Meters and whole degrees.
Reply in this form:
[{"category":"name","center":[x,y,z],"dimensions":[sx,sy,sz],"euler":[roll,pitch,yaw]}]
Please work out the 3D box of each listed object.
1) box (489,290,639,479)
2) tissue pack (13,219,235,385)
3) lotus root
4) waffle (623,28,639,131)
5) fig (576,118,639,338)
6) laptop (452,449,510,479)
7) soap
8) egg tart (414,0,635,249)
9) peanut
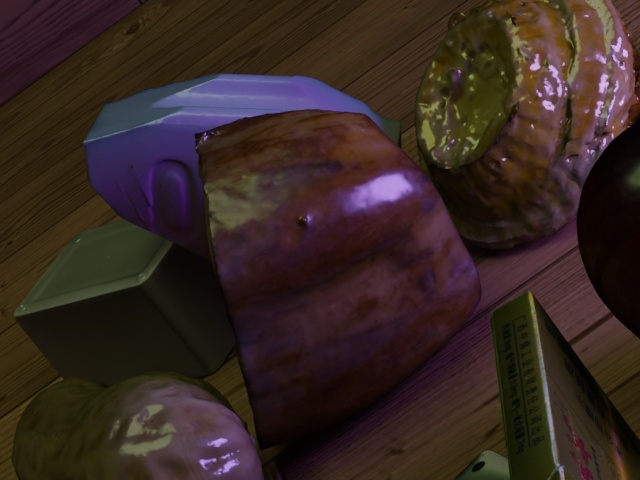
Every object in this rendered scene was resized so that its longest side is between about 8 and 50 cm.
[{"category":"box","center":[0.189,0.179,1.348],"dimensions":[0.043,0.173,0.311],"euler":[-31,23,16]},{"category":"tissue pack","center":[-0.202,0.066,2.176],"dimensions":[0.246,0.136,0.159],"euler":[-13,33,43]},{"category":"lotus root","center":[0.000,0.000,1.832],"dimensions":[0.250,0.316,0.316],"euler":[-21,23,-1]},{"category":"waffle","center":[0.302,-0.146,1.958],"dimensions":[0.228,0.051,0.231],"euler":[-35,23,3]},{"category":"fig","center":[0.308,0.001,1.471],"dimensions":[0.235,0.235,0.214],"euler":[-50,-11,-28]},{"category":"laptop","center":[0.084,0.278,1.514],"dimensions":[0.269,0.015,0.187],"euler":[-43,23,-12]},{"category":"soap","center":[-0.077,-0.072,2.010],"dimensions":[0.324,0.193,0.109],"euler":[4,33,9]},{"category":"egg tart","center":[0.178,-0.137,1.891],"dimensions":[0.290,0.115,0.290],"euler":[-24,59,47]},{"category":"peanut","center":[-0.183,0.207,1.840],"dimensions":[0.192,0.169,0.387],"euler":[-42,22,-26]}]
